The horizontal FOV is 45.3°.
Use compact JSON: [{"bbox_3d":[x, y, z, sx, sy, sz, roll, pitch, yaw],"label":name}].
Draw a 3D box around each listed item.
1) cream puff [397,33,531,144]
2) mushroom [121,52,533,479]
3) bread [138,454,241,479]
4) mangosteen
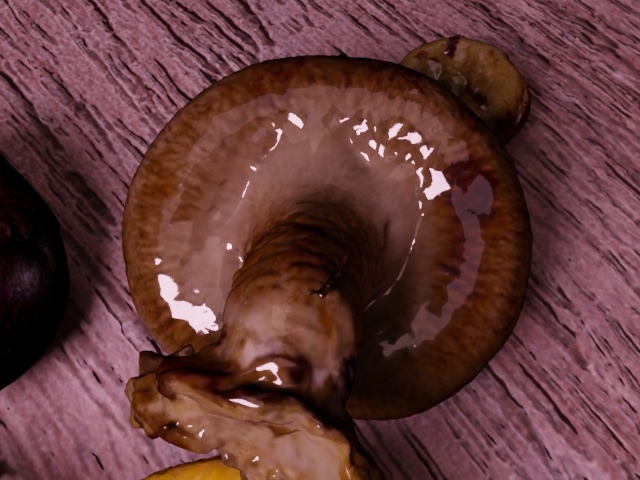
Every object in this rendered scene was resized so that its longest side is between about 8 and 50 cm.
[{"bbox_3d":[0.141,-0.142,0.798,0.149,0.084,0.149,-2,60,3],"label":"cream puff"},{"bbox_3d":[-0.016,-0.004,0.610,0.331,0.356,0.334,16,86,27],"label":"mushroom"},{"bbox_3d":[-0.047,0.323,0.519,0.337,0.204,0.358,-39,67,-7],"label":"bread"},{"bbox_3d":[-0.373,0.030,0.691,0.287,0.287,0.233,15,56,14],"label":"mangosteen"}]
